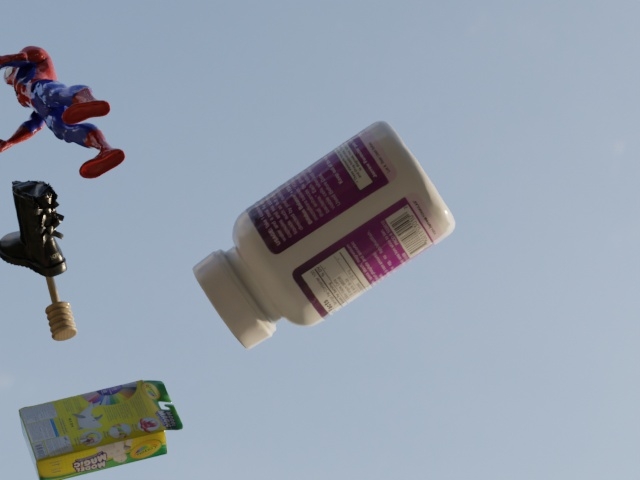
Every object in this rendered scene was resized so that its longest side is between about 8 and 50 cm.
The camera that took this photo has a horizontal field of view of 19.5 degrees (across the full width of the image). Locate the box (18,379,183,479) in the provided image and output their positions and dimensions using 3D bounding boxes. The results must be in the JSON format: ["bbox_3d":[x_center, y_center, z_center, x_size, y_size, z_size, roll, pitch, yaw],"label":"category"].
[{"bbox_3d":[-0.259,0.223,2.208,0.179,0.105,0.043,-14,-53,-14],"label":"box"}]

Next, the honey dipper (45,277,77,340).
[{"bbox_3d":[-0.310,0.040,2.130,0.030,0.160,0.030,-14,-28,-8],"label":"honey dipper"}]

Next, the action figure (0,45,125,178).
[{"bbox_3d":[-0.307,-0.130,1.895,0.139,0.280,0.091,-19,-65,-15],"label":"action figure"}]

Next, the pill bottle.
[{"bbox_3d":[0.000,0.000,2.280,0.301,0.169,0.169,-34,-48,2],"label":"pill bottle"}]

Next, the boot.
[{"bbox_3d":[-0.323,-0.019,2.050,0.121,0.045,0.099,20,-53,47],"label":"boot"}]
